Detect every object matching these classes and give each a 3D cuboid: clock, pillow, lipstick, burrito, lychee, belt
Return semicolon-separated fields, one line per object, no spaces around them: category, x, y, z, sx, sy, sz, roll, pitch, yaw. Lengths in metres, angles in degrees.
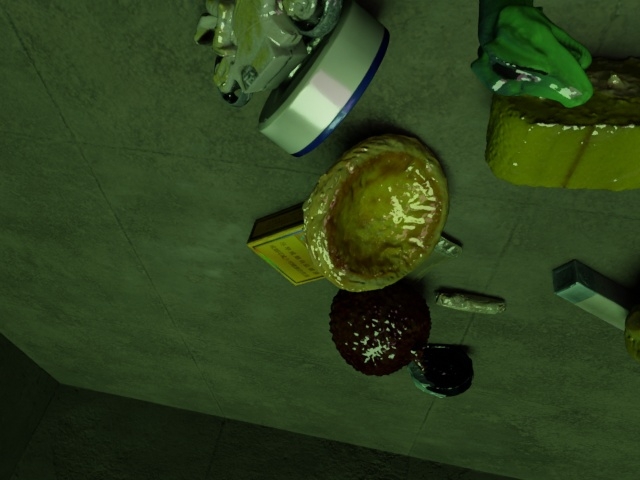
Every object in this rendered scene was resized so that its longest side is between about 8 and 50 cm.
clock;-0.001;-0.239;0.749;0.083;0.230;0.230;35;140;-20
pillow;0.230;0.043;1.216;0.130;0.033;0.217;27;143;-19
lipstick;0.682;0.148;1.173;0.317;0.066;0.068;26;141;-16
burrito;0.394;0.163;1.316;0.188;0.045;0.058;11;170;1
lychee;0.161;0.222;1.291;0.300;0.264;0.264;40;149;18
belt;0.368;0.402;1.555;0.198;0.151;0.078;1;143;22

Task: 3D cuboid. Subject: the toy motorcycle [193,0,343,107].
toy motorcycle;-0.095;-0.333;0.711;0.340;0.108;0.223;-19;92;56

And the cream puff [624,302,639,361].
cream puff;0.773;0.155;1.048;0.281;0.185;0.282;-3;138;-2

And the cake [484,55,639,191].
cake;0.383;-0.178;0.743;0.260;0.179;0.156;5;144;8

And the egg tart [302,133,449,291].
egg tart;0.099;-0.055;0.987;0.319;0.319;0.128;39;180;-30

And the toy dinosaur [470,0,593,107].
toy dinosaur;0.041;-0.348;0.483;0.500;0.374;0.144;20;152;-12

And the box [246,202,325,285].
box;0.000;0.000;1.196;0.301;0.084;0.193;-18;134;37
